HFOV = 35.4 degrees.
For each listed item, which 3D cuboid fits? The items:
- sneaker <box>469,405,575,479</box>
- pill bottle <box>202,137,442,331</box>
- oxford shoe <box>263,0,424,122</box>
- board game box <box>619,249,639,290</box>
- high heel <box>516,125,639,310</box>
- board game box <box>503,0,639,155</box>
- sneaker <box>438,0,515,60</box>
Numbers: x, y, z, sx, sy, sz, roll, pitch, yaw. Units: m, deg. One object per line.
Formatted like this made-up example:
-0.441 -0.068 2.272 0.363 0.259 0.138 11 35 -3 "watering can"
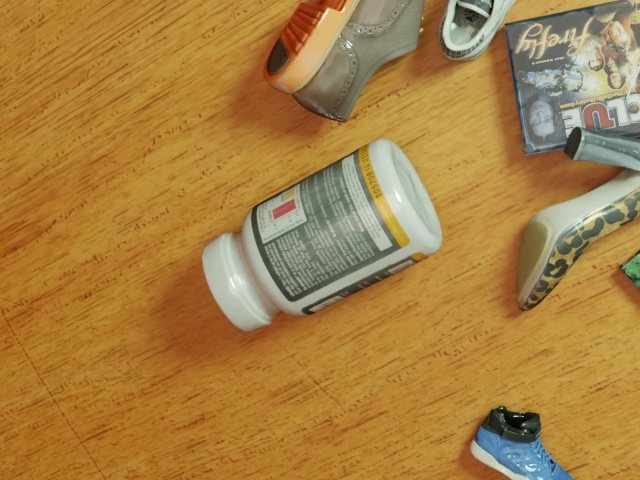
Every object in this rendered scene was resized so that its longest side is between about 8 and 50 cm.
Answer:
0.277 0.271 1.297 0.152 0.058 0.085 28 113 15 "sneaker"
0.000 0.000 1.269 0.278 0.162 0.162 -27 92 16 "pill bottle"
0.082 -0.314 1.241 0.132 0.130 0.364 33 100 -27 "oxford shoe"
0.505 0.087 1.226 0.136 0.030 0.260 -43 87 19 "board game box"
0.355 -0.007 1.232 0.186 0.093 0.261 10 120 -13 "high heel"
0.356 -0.204 1.209 0.243 0.042 0.165 -9 97 16 "board game box"
0.211 -0.325 1.200 0.090 0.095 0.235 24 102 11 "sneaker"
